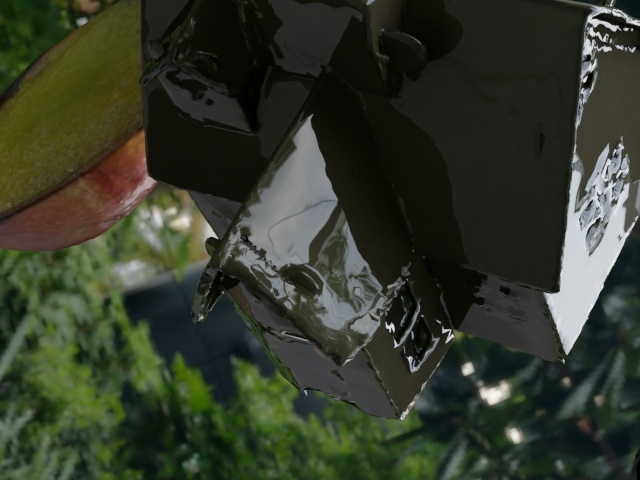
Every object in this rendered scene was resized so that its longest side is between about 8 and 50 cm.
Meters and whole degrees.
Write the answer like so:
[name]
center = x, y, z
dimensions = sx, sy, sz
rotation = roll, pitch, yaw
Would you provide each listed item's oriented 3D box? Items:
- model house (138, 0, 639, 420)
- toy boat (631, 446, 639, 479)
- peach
[model house]
center = 0.014, -0.059, 0.564
dimensions = 0.211, 0.204, 0.243
rotation = 15, -26, 28
[toy boat]
center = 0.316, 0.216, 0.839
dimensions = 0.092, 0.134, 0.299
rotation = 27, 18, -39
[peach]
center = -0.129, -0.075, 0.842
dimensions = 0.068, 0.279, 0.189
rotation = 42, 46, -35
